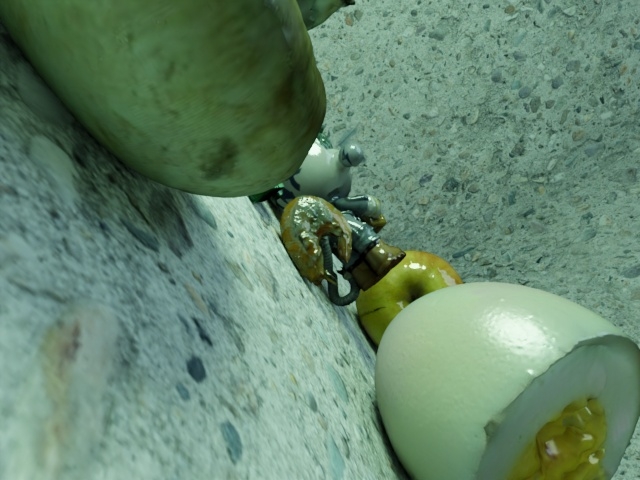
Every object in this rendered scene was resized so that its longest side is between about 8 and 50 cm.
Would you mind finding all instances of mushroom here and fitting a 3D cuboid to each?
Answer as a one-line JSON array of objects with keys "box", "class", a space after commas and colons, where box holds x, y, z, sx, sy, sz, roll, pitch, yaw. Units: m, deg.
[{"box": [-0.108, -0.200, 0.423, 0.352, 0.260, 0.352, 60, 8, -15], "class": "mushroom"}]

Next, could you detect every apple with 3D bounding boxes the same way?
[{"box": [0.224, 0.163, 1.214, 0.286, 0.286, 0.233, 59, -1, 14], "class": "apple"}]

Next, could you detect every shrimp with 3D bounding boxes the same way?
[{"box": [0.000, -0.001, 0.904, 0.051, 0.133, 0.187, 102, -29, -73], "class": "shrimp"}]

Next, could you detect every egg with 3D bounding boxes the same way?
[{"box": [0.243, 0.220, 0.770, 0.354, 0.354, 0.340, 53, -11, -32], "class": "egg"}]

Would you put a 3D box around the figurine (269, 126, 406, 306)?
[{"box": [0.022, -0.081, 1.035, 0.382, 0.261, 0.186, 49, 26, 14], "class": "figurine"}]

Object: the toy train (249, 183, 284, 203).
[{"box": [-0.129, -0.148, 0.911, 0.170, 0.071, 0.111, 57, 13, 1], "class": "toy train"}]
